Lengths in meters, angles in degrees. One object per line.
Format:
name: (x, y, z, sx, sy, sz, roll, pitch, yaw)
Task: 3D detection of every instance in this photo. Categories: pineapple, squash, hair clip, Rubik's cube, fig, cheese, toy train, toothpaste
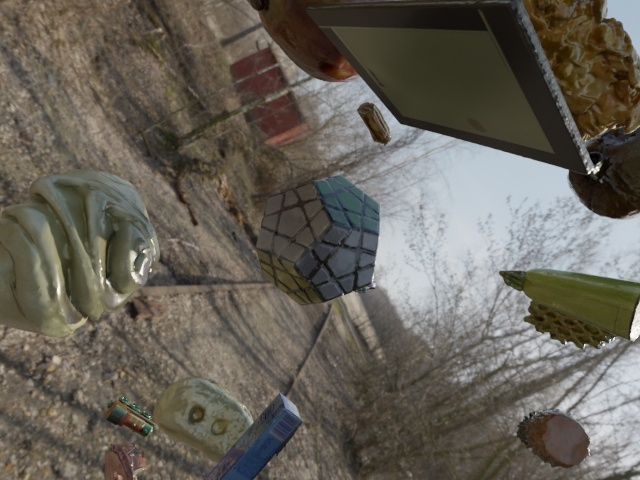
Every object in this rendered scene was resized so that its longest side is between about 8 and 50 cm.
pineapple: (0.653, 0.577, 1.290, 0.278, 0.158, 0.157, 83, -16, -67)
squash: (0.409, 0.086, 0.735, 0.224, 0.094, 0.094, 17, -34, 41)
hair clip: (0.137, 0.154, 1.535, 0.172, 0.116, 0.049, 50, 27, -75)
Rubik's cube: (0.000, 0.000, 1.041, 0.319, 0.319, 0.264, -20, 90, -88)
fig: (0.010, -0.399, 0.765, 0.263, 0.224, 0.224, 36, 21, -41)
cheese: (-0.312, 0.479, 1.199, 0.251, 0.173, 0.248, 15, -23, 52)
toy train: (-0.372, 0.350, 0.867, 0.103, 0.044, 0.064, 45, -20, -21)
toothpaste: (-0.144, 0.399, 0.785, 0.053, 0.272, 0.066, 43, -5, -17)
fig: (0.520, -0.148, 0.804, 0.290, 0.190, 0.190, 15, 32, -29)

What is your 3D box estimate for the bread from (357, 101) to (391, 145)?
bread: (0.107, -0.229, 0.867, 0.083, 0.036, 0.047, 52, -7, -37)

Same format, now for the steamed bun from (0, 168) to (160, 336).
steamed bun: (-0.474, 0.042, 0.905, 0.247, 0.339, 0.352, 30, 9, -2)

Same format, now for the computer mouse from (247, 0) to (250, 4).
computer mouse: (-0.147, -0.552, 0.966, 0.172, 0.057, 0.099, -104, 169, -55)

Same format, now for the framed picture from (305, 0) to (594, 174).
framed picture: (0.148, -0.201, 0.563, 0.265, 0.016, 0.347, 34, 1, -39)

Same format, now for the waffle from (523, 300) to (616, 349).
waffle: (0.643, 0.194, 1.114, 0.204, 0.224, 0.054, 86, 28, -46)

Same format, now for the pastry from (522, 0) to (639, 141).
pastry: (0.296, -0.232, 0.533, 0.250, 0.154, 0.102, 50, 33, -17)

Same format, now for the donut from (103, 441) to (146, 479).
donut: (-0.485, 0.551, 1.091, 0.065, 0.166, 0.117, -9, 60, -47)
